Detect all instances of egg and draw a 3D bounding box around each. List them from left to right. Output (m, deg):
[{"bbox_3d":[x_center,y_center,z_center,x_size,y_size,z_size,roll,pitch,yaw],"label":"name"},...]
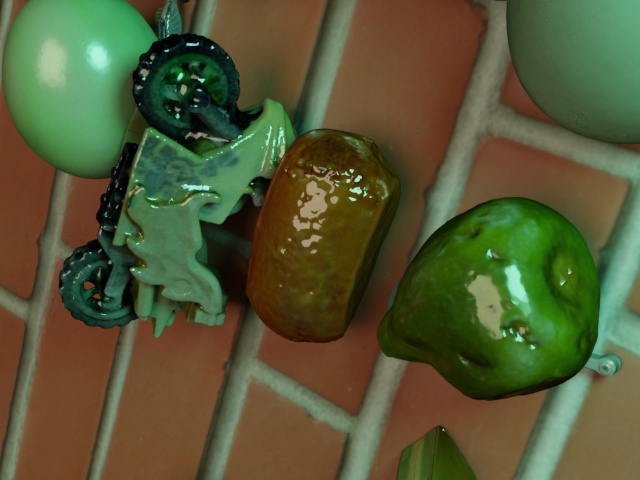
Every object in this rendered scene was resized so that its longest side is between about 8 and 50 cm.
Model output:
[{"bbox_3d":[-0.312,-0.210,1.114,0.220,0.220,0.269,25,144,28],"label":"egg"},{"bbox_3d":[0.318,-0.251,0.676,0.276,0.276,0.389,49,122,19],"label":"egg"}]

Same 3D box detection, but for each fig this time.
[{"bbox_3d":[0.150,0.072,0.885,0.275,0.206,0.206,-19,85,46],"label":"fig"}]

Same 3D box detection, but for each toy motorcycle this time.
[{"bbox_3d":[-0.174,-0.049,1.057,0.410,0.237,0.168,-62,25,20],"label":"toy motorcycle"}]

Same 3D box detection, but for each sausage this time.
[{"bbox_3d":[-0.001,0.000,0.989,0.141,0.153,0.268,22,110,15],"label":"sausage"}]

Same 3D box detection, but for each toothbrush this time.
[{"bbox_3d":[-0.215,-0.462,1.142,0.042,0.035,0.413,7,100,41],"label":"toothbrush"}]

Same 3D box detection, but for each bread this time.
[{"bbox_3d":[0.110,0.285,0.959,0.074,0.139,0.084,-43,73,30],"label":"bread"}]

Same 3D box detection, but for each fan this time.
[{"bbox_3d":[0.200,0.109,0.951,0.282,0.023,0.057,18,99,32],"label":"fan"}]

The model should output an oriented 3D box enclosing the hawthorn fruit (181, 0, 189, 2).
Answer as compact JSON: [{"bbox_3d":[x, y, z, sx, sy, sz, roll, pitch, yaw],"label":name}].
[{"bbox_3d":[-0.131,-0.485,0.938,0.308,0.308,0.324,-25,92,33],"label":"hawthorn fruit"}]
